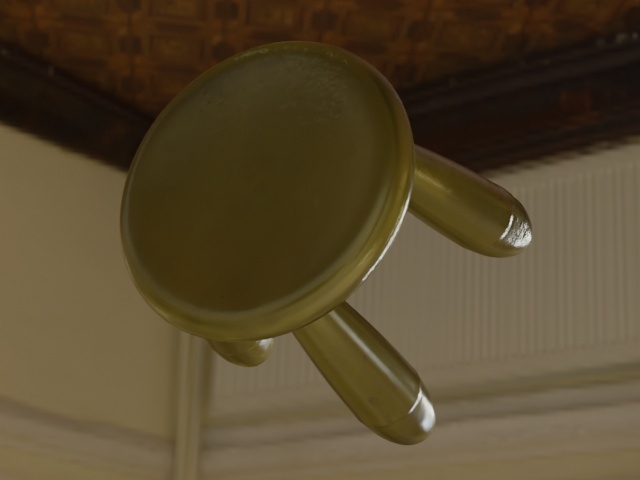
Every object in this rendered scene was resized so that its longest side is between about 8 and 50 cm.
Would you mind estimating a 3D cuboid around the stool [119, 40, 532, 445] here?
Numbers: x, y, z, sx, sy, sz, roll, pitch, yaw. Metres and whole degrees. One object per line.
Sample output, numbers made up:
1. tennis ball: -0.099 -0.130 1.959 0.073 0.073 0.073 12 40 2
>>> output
1. stool: 0.000 0.000 0.513 0.135 0.134 0.110 -25 146 17
